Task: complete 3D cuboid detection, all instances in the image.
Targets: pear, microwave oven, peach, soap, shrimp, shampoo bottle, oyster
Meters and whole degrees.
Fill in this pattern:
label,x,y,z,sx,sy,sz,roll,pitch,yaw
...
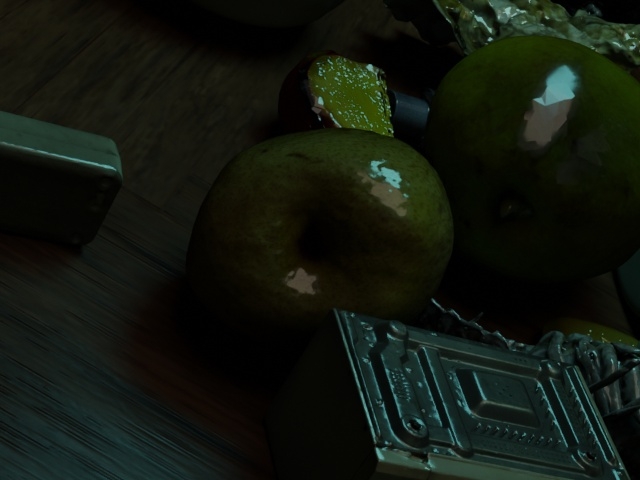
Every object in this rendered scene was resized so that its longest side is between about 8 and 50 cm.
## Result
label,x,y,z,sx,sy,sz,roll,pitch,yaw
pear,0.230,-0.082,1.519,0.269,0.269,0.321,37,28,9
microwave oven,0.100,0.167,1.164,0.240,0.145,0.194,14,38,-25
peach,0.022,-0.116,1.544,0.127,0.092,0.172,-7,59,-39
soap,0.285,0.120,1.480,0.140,0.045,0.089,18,37,-21
shrimp,0.232,0.122,1.331,0.410,0.166,0.221,22,-9,21
pear,0.000,0.000,1.258,0.228,0.188,0.211,-10,1,3
shampoo bottle,0.166,-0.125,1.702,0.214,0.072,0.072,15,35,-25
oyster,0.244,-0.259,1.835,0.351,0.115,0.238,9,10,0

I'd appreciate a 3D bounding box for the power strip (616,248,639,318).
label,x,y,z,sx,sy,sz,roll,pitch,yaw
power strip,0.481,-0.040,1.577,0.161,0.357,0.357,23,32,-18

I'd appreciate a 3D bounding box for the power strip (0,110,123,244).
label,x,y,z,sx,sy,sz,roll,pitch,yaw
power strip,-0.306,-0.065,1.185,0.288,0.093,0.053,13,39,-28

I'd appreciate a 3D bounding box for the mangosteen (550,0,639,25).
label,x,y,z,sx,sy,sz,roll,pitch,yaw
mangosteen,0.392,-0.332,2.079,0.235,0.235,0.262,23,71,-14

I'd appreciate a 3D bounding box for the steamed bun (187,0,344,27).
label,x,y,z,sx,sy,sz,roll,pitch,yaw
steamed bun,-0.090,-0.377,1.701,0.324,0.206,0.324,21,35,-16
